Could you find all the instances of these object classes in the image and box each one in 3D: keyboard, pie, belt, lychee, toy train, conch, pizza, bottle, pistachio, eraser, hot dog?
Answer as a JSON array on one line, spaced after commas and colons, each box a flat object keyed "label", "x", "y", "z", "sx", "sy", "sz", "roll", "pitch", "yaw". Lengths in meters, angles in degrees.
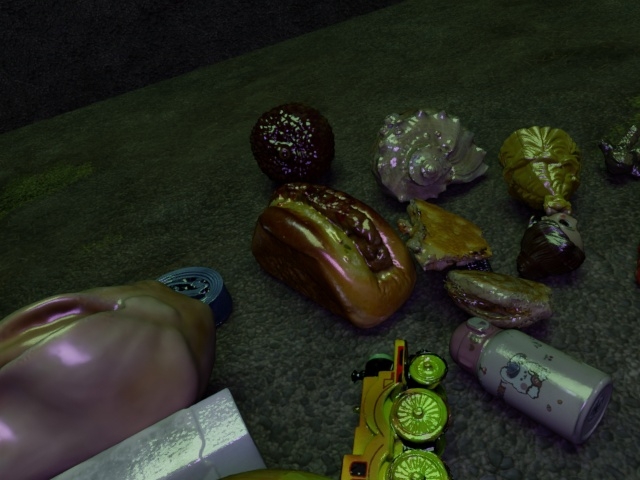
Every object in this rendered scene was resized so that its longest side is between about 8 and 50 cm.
[{"label": "keyboard", "x": 0.318, "y": 0.069, "z": 1.066, "sx": 0.053, "sy": 0.010, "sz": 0.155, "roll": -12, "pitch": 37, "yaw": 7}, {"label": "pie", "x": 0.314, "y": 0.095, "z": 0.941, "sx": 0.163, "sy": 0.079, "sz": 0.193, "roll": -9, "pitch": 18, "yaw": -32}, {"label": "belt", "x": -0.288, "y": 0.130, "z": 1.146, "sx": 0.190, "sy": 0.082, "sz": 0.142, "roll": -6, "pitch": 40, "yaw": 11}, {"label": "lychee", "x": -0.071, "y": -0.263, "z": 1.466, "sx": 0.235, "sy": 0.236, "sz": 0.271, "roll": -9, "pitch": 12, "yaw": 8}, {"label": "toy train", "x": 0.113, "y": 0.279, "z": 0.787, "sx": 0.160, "sy": 0.101, "sz": 0.296, "roll": -2, "pitch": 39, "yaw": 14}, {"label": "conch", "x": 0.265, "y": -0.242, "z": 1.345, "sx": 0.296, "sy": 0.210, "sz": 0.353, "roll": -1, "pitch": 38, "yaw": -4}, {"label": "pizza", "x": 0.239, "y": 0.003, "z": 1.052, "sx": 0.188, "sy": 0.071, "sz": 0.297, "roll": 22, "pitch": 21, "yaw": 1}, {"label": "bottle", "x": 0.306, "y": 0.199, "z": 0.818, "sx": 0.110, "sy": 0.110, "sz": 0.233, "roll": -36, "pitch": 42, "yaw": -26}, {"label": "pistachio", "x": -0.356, "y": 0.227, "z": 0.812, "sx": 0.445, "sy": 0.366, "sz": 0.281, "roll": -33, "pitch": 55, "yaw": -24}, {"label": "eraser", "x": -0.256, "y": 0.389, "z": 0.715, "sx": 0.396, "sy": 0.213, "sz": 0.082, "roll": -25, "pitch": 17, "yaw": -14}, {"label": "hot dog", "x": 0.001, "y": -0.001, "z": 1.098, "sx": 0.185, "sy": 0.223, "sz": 0.405, "roll": -39, "pitch": 41, "yaw": -24}]

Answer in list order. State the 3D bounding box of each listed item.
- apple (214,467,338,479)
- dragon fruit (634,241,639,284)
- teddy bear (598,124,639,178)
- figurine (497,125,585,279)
[{"label": "apple", "x": -0.056, "y": 0.392, "z": 0.509, "sx": 0.339, "sy": 0.340, "sz": 0.340, "roll": -10, "pitch": 37, "yaw": 7}, {"label": "dragon fruit", "x": 0.704, "y": -0.003, "z": 0.909, "sx": 0.330, "sy": 0.302, "sz": 0.240, "roll": -39, "pitch": 72, "yaw": -5}, {"label": "teddy bear", "x": 0.693, "y": -0.193, "z": 1.223, "sx": 0.160, "sy": 0.078, "sz": 0.119, "roll": -32, "pitch": 73, "yaw": -31}, {"label": "figurine", "x": 0.462, "y": -0.066, "z": 1.072, "sx": 0.167, "sy": 0.187, "sz": 0.316, "roll": -11, "pitch": 42, "yaw": 22}]
